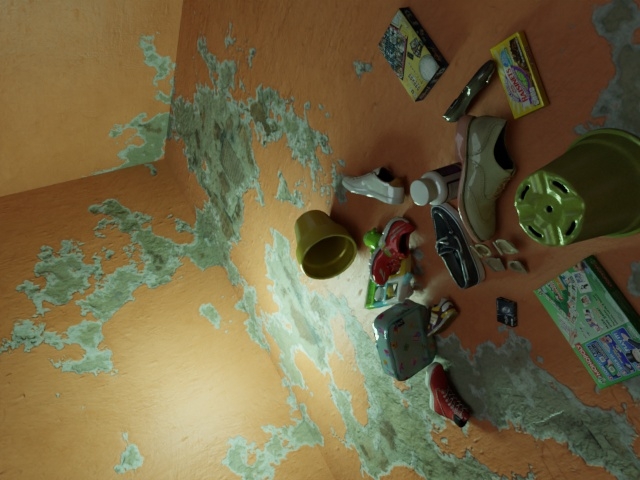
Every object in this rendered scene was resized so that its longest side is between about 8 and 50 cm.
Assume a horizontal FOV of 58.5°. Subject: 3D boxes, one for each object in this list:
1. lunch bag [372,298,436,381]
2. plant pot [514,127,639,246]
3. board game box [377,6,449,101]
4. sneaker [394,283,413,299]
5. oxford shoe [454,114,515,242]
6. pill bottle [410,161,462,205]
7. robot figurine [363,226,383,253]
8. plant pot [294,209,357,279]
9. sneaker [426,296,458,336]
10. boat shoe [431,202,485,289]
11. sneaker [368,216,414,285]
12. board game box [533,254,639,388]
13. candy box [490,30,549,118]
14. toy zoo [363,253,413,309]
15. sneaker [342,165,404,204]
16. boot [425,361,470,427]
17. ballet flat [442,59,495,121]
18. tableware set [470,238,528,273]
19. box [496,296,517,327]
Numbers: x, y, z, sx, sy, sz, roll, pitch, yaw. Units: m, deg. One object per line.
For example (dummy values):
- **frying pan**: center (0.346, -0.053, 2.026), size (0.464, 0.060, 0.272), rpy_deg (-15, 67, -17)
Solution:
- **lunch bag**: center (0.323, 0.368, 2.149), size (0.108, 0.224, 0.279), rpy_deg (23, 132, 57)
- **plant pot**: center (0.613, -0.105, 1.354), size (0.276, 0.254, 0.276), rpy_deg (35, 134, 46)
- **board game box**: center (0.288, -0.588, 1.815), size (0.243, 0.042, 0.165), rpy_deg (61, 149, 15)
- **sneaker**: center (0.332, 0.165, 2.187), size (0.051, 0.070, 0.134), rpy_deg (-69, -1, -76)
- **oxford shoe**: center (0.484, -0.166, 1.655), size (0.146, 0.140, 0.397), rpy_deg (7, 124, 35)
- **pill bottle**: center (0.375, -0.170, 1.765), size (0.108, 0.193, 0.108), rpy_deg (35, 135, 45)
- **robot figurine**: center (0.216, 0.001, 2.254), size (0.115, 0.067, 0.101), rpy_deg (31, 130, 49)
- **plant pot**: center (0.000, 0.000, 2.461), size (0.239, 0.254, 0.254), rpy_deg (-117, 26, -46)
- **sneaker**: center (0.429, 0.278, 2.077), size (0.084, 0.069, 0.185), rpy_deg (64, 144, 28)
- **boat shoe**: center (0.428, 0.017, 1.879), size (0.108, 0.102, 0.301), rpy_deg (-33, 79, 60)
- **sneaker**: center (0.267, 0.052, 2.111), size (0.118, 0.107, 0.279), rpy_deg (34, 115, 39)
- **board game box**: center (0.744, 0.222, 1.538), size (0.317, 0.046, 0.213), rpy_deg (60, 149, 17)
- **candy box**: center (0.529, -0.438, 1.524), size (0.105, 0.027, 0.206), rpy_deg (-20, 89, 64)
- **toy zoo**: center (0.266, 0.156, 2.196), size (0.293, 0.030, 0.192), rpy_deg (-27, 48, 60)
- **sneaker**: center (0.200, -0.227, 2.128), size (0.290, 0.106, 0.123), rpy_deg (22, 119, 41)
- **boot**: center (0.486, 0.578, 2.137), size (0.176, 0.088, 0.244), rpy_deg (24, 135, 51)
- **ballet flat**: center (0.436, -0.421, 1.651), size (0.058, 0.084, 0.250), rpy_deg (37, 147, 1)
- **tableware set**: center (0.544, 0.051, 1.735), size (0.141, 0.020, 0.169), rpy_deg (47, 154, -21)
- **box**: center (0.592, 0.228, 1.818), size (0.067, 0.018, 0.083), rpy_deg (22, 125, 53)
